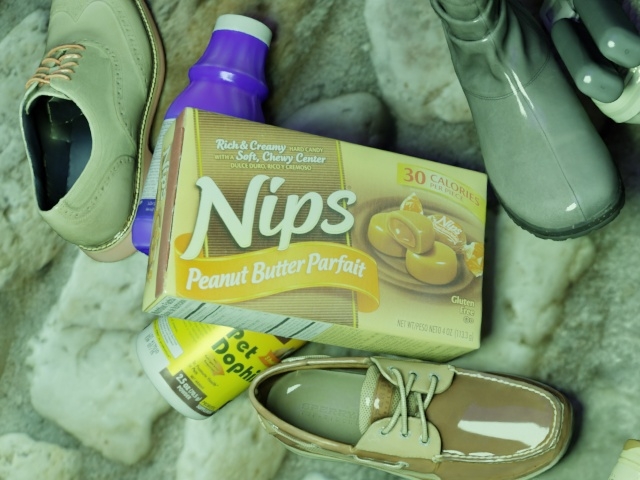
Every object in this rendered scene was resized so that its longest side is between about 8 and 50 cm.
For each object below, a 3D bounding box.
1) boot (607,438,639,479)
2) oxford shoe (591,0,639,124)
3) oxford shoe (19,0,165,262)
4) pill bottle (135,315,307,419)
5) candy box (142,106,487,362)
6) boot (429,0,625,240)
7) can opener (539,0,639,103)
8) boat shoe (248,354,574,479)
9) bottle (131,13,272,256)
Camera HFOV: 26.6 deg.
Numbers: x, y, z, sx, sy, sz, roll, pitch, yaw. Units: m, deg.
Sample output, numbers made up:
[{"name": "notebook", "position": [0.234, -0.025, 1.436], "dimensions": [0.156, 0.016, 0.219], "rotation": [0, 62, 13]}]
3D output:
[{"name": "boot", "position": [0.322, 0.312, 1.134], "dimensions": [0.262, 0.095, 0.203], "rotation": [30, 86, 33]}, {"name": "oxford shoe", "position": [0.408, -0.297, 1.272], "dimensions": [0.130, 0.169, 0.449], "rotation": [26, 92, -11]}, {"name": "oxford shoe", "position": [-0.271, -0.179, 1.568], "dimensions": [0.140, 0.146, 0.397], "rotation": [-20, 63, 21]}, {"name": "pill bottle", "position": [-0.077, 0.081, 1.398], "dimensions": [0.215, 0.117, 0.117], "rotation": [-39, 60, 9]}, {"name": "candy box", "position": [0.000, 0.000, 1.297], "dimensions": [0.316, 0.087, 0.183], "rotation": [11, 70, -18]}, {"name": "boot", "position": [0.164, -0.170, 1.268], "dimensions": [0.118, 0.223, 0.338], "rotation": [-28, 46, 6]}, {"name": "can opener", "position": [0.234, -0.218, 1.296], "dimensions": [0.076, 0.095, 0.283], "rotation": [-59, 13, 22]}, {"name": "boat shoe", "position": [0.076, 0.169, 1.292], "dimensions": [0.324, 0.116, 0.123], "rotation": [-2, 71, 25]}, {"name": "bottle", "position": [-0.121, -0.110, 1.503], "dimensions": [0.118, 0.092, 0.283], "rotation": [7, 75, 27]}]
